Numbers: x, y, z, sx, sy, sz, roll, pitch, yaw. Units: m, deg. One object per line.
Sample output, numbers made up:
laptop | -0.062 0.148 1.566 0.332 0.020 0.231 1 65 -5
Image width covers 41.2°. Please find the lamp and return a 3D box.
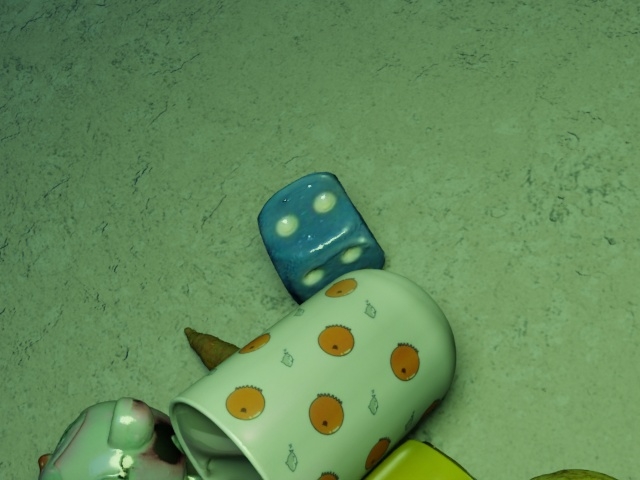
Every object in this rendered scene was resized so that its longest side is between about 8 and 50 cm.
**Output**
lamp | -0.242 0.355 1.070 0.248 0.247 0.301 9 66 -8

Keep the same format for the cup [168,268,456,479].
cup | 0.007 0.181 1.029 0.317 0.212 0.212 -36 52 -28

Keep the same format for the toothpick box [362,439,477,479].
toothpick box | 0.078 0.359 0.954 0.175 0.175 0.271 32 71 33

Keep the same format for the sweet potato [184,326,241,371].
sweet potato | -0.132 0.174 1.217 0.068 0.068 0.226 -41 41 -7

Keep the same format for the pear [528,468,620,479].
pear | 0.263 0.353 0.877 0.228 0.188 0.211 -46 39 -3

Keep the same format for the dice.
dice | 0.000 0.000 1.223 0.146 0.146 0.143 -28 52 2
